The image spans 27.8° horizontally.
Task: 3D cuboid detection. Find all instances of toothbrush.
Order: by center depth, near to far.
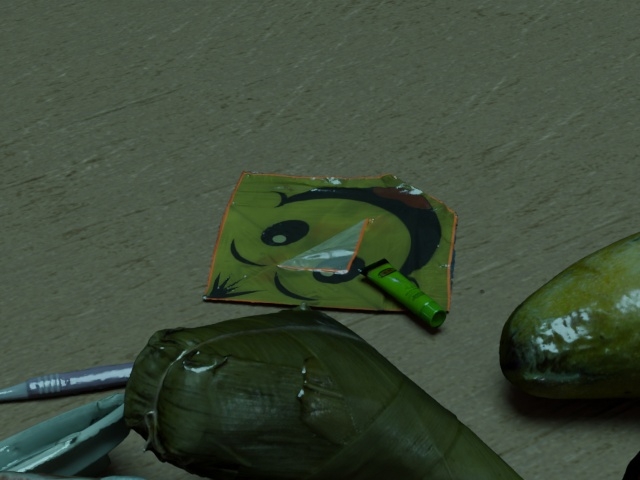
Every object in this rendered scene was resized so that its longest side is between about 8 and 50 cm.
[{"bbox_3d":[-0.248,0.135,1.253,0.354,0.029,0.024,-7,50,-10],"label":"toothbrush"}]

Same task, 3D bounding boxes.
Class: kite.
[{"bbox_3d":[0.000,0.002,1.465,0.327,0.013,0.377,-27,42,-32],"label":"kite"}]

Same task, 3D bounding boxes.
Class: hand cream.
[{"bbox_3d":[0.087,0.053,1.359,0.036,0.023,0.122,-24,38,-24],"label":"hand cream"}]

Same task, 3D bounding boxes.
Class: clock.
[{"bbox_3d":[-0.251,0.198,1.073,0.236,0.053,0.236,-23,2,1],"label":"clock"}]

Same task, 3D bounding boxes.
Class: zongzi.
[{"bbox_3d":[0.020,0.163,1.042,0.300,0.145,0.274,27,11,24],"label":"zongzi"}]

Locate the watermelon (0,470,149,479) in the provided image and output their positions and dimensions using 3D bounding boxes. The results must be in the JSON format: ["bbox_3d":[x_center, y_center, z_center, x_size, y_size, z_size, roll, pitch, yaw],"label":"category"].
[{"bbox_3d":[-0.112,0.225,0.897,0.302,0.151,0.264,19,-1,28],"label":"watermelon"}]

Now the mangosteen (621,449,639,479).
[{"bbox_3d":[0.317,0.217,0.988,0.184,0.172,0.172,-6,33,-8],"label":"mangosteen"}]

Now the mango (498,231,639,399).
[{"bbox_3d":[0.334,0.073,1.225,0.330,0.175,0.176,-17,-1,13],"label":"mango"}]
